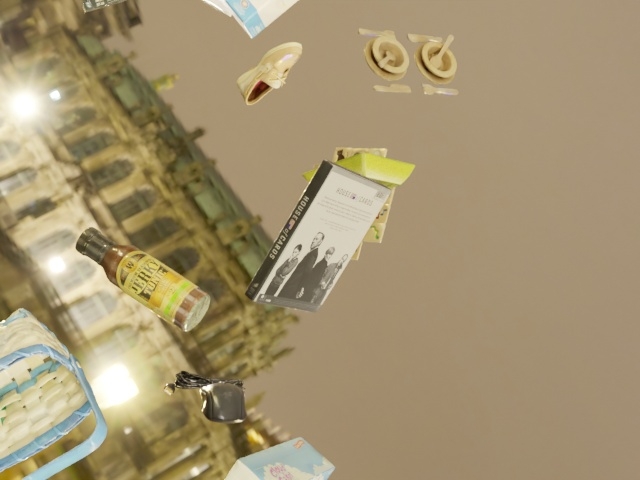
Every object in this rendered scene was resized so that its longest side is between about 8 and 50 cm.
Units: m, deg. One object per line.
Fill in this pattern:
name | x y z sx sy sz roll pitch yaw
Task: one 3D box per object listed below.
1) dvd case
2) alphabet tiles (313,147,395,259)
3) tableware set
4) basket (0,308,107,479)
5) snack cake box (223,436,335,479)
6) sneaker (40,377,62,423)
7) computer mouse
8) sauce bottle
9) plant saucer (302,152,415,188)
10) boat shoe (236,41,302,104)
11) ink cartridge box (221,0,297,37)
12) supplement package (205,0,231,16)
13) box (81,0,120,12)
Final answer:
dvd case | 0.000 0.000 1.437 0.029 0.239 0.179 36 11 32
alphabet tiles | 0.075 -0.109 2.635 0.285 0.343 0.011 4 -20 33
tableware set | 0.168 -0.327 1.648 0.039 0.194 0.128 -41 -122 53
basket | -0.464 0.265 1.424 0.201 0.254 0.289 60 -2 -40
snack cake box | -0.090 0.425 1.525 0.089 0.152 0.264 38 10 18
sneaker | -0.490 0.306 1.694 0.081 0.094 0.208 49 -23 20
computer mouse | -0.252 0.328 2.030 0.262 0.184 0.060 -124 -140 -80
sauce bottle | -0.428 0.086 2.195 0.344 0.111 0.111 30 -25 11
plant saucer | 0.088 -0.138 2.075 0.188 0.188 0.045 -15 -105 41
boat shoe | -0.091 -0.313 1.756 0.170 0.063 0.059 -32 -114 41
ink cartridge box | -0.085 -0.403 1.439 0.092 0.143 0.090 52 1 6
supplement package | -0.308 -0.737 2.376 0.261 0.204 0.145 25 10 -31
box | -0.395 -0.439 1.699 0.067 0.083 0.018 -143 -145 -72
